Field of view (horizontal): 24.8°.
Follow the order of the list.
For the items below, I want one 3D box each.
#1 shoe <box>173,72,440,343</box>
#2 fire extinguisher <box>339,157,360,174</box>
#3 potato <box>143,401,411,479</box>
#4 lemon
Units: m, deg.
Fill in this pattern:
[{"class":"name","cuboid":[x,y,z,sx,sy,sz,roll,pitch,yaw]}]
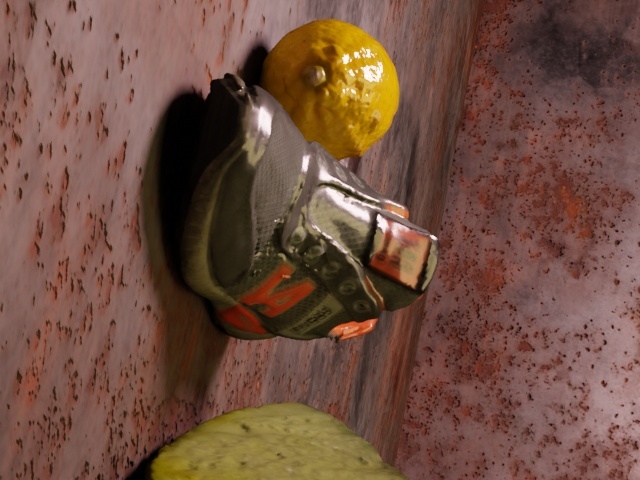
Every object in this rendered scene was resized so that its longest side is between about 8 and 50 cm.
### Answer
[{"class":"shoe","cuboid":[0.000,0.000,1.057,0.336,0.171,0.132,77,24,-67]},{"class":"fire extinguisher","cuboid":[0.013,-0.082,1.311,0.072,0.089,0.268,-57,-171,40]},{"class":"potato","cuboid":[-0.039,0.287,1.008,0.330,0.212,0.280,28,-66,59]},{"class":"lemon","cuboid":[0.006,-0.119,1.166,0.155,0.114,0.114,10,89,-77]}]
